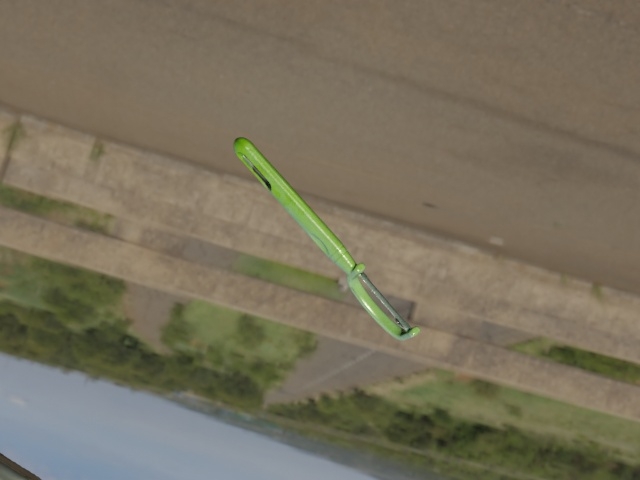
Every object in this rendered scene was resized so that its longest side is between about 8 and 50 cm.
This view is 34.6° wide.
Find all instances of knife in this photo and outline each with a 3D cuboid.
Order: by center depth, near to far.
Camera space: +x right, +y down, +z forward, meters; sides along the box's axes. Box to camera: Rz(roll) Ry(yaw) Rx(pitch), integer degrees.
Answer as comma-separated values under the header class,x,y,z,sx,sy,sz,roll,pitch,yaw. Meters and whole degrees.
class,x,y,z,sx,sy,sz,roll,pitch,yaw
knife,0.001,-0.001,0.830,0.212,0.015,0.054,48,163,1

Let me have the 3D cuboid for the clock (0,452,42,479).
class,x,y,z,sx,sy,sz,roll,pitch,yaw
clock,-0.469,0.311,1.093,0.049,0.279,0.273,34,169,50
